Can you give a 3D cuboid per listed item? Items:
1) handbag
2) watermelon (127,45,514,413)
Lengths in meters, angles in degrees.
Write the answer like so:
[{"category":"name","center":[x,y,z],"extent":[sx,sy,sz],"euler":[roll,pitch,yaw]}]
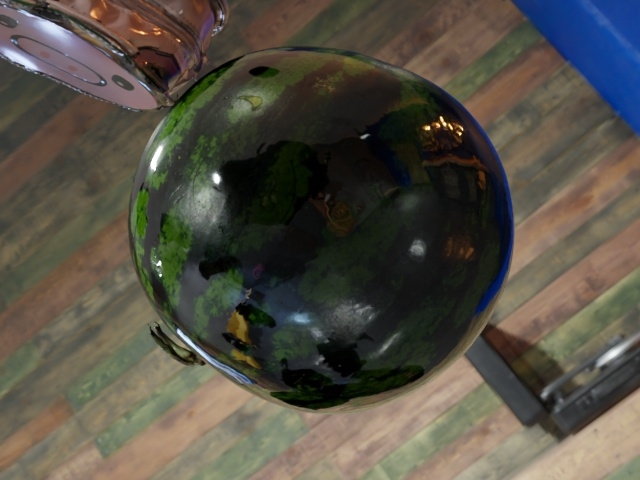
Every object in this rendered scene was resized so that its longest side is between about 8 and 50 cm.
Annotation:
[{"category":"handbag","center":[-0.188,-0.192,0.726],"extent":[0.179,0.205,0.116],"euler":[-1,64,62]},{"category":"watermelon","center":[0.004,-0.004,0.604],"extent":[0.269,0.269,0.269],"euler":[-34,-16,-11]}]
